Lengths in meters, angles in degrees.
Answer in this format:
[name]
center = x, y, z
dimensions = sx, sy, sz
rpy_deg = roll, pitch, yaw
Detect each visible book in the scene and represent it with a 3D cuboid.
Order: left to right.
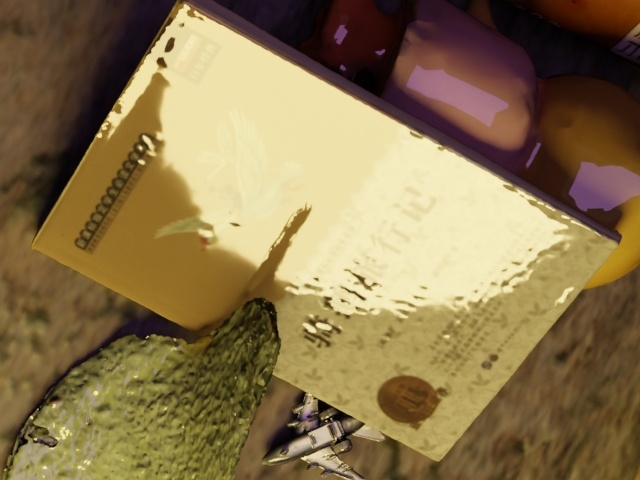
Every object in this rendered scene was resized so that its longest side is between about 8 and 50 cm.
[book]
center = 0.000, 0.000, 1.228
dimensions = 0.310, 0.021, 0.217
rpy_deg = 28, 124, -11

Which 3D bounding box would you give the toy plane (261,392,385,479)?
[toy plane]
center = -0.001, 0.131, 1.309
dimensions = 0.083, 0.031, 0.079
rpy_deg = -21, 82, -19

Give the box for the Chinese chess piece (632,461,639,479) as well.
[Chinese chess piece]
center = 0.372, 0.220, 1.324
dimensions = 0.338, 0.140, 0.338
rpy_deg = -1, 80, 3

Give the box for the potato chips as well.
[potato chips]
center = -0.099, 0.130, 1.229
dimensions = 0.228, 0.059, 0.167
rpy_deg = -26, 68, 22

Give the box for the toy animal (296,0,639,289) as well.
[toy animal]
center = 0.118, -0.060, 1.273
dimensions = 0.281, 0.169, 0.195
rpy_deg = 29, 73, -15

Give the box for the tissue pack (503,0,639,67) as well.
[tissue pack]
center = 0.232, -0.202, 1.325
dimensions = 0.226, 0.092, 0.183
rpy_deg = 24, 55, -20
